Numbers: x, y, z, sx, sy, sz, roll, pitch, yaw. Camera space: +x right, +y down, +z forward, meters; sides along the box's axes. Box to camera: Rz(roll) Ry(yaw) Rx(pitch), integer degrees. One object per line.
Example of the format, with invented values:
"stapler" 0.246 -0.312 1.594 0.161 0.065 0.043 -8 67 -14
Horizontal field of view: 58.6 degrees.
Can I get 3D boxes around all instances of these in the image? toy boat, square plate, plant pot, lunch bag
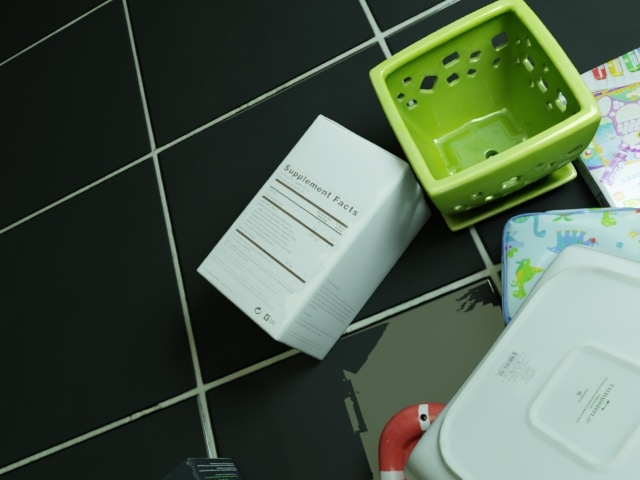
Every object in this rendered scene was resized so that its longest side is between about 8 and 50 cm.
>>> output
"toy boat" 0.139 0.315 0.690 0.151 0.151 0.230 -10 66 17
"square plate" 0.256 0.160 0.522 0.347 0.049 0.344 -51 26 -6
"plant pot" 0.229 -0.156 0.809 0.227 0.207 0.228 -25 62 10
"lunch bag" 0.345 0.047 0.727 0.219 0.090 0.175 -2 87 29

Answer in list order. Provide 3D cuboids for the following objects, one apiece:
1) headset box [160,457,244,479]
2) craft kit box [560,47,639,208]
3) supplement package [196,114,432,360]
"headset box" -0.171 0.484 0.758 0.246 0.131 0.283 -40 61 4
"craft kit box" 0.481 -0.159 0.799 0.250 0.061 0.246 -25 65 11
"supplement package" 0.000 0.000 0.855 0.175 0.177 0.292 36 85 29
